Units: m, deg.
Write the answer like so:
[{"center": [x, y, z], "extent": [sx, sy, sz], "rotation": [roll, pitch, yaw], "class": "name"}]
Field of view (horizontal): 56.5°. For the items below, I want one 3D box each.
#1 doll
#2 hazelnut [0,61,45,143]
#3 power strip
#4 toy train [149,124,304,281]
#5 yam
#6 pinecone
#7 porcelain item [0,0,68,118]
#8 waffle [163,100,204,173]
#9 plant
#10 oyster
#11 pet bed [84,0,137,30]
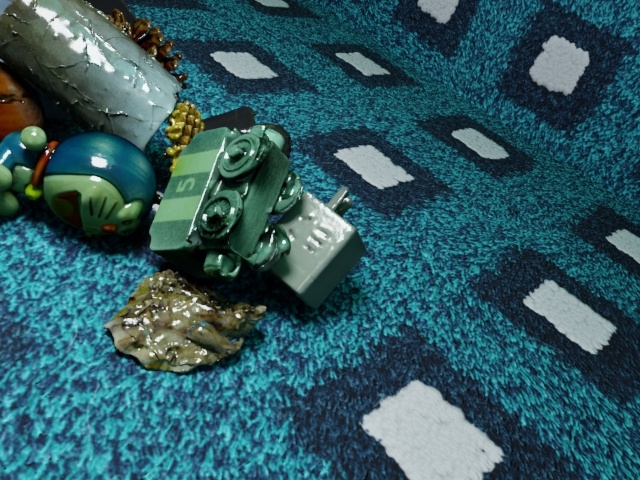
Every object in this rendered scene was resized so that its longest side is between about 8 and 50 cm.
[{"center": [-0.441, -0.113, 1.084], "extent": [0.322, 0.198, 0.186], "rotation": [17, 59, -16], "class": "doll"}, {"center": [-0.652, -0.260, 1.178], "extent": [0.181, 0.212, 0.181], "rotation": [-19, 3, -15], "class": "hazelnut"}, {"center": [0.000, 0.000, 1.156], "extent": [0.140, 0.224, 0.139], "rotation": [39, -7, 23], "class": "power strip"}, {"center": [-0.168, -0.065, 1.083], "extent": [0.167, 0.238, 0.299], "rotation": [43, 55, -45], "class": "toy train"}, {"center": [-0.465, -0.336, 1.207], "extent": [0.348, 0.241, 0.241], "rotation": [42, 29, -18], "class": "yam"}, {"center": [-0.461, -0.423, 1.488], "extent": [0.264, 0.264, 0.264], "rotation": [16, 34, -11], "class": "pinecone"}, {"center": [-0.710, -0.455, 1.424], "extent": [0.243, 0.178, 0.405], "rotation": [-3, 46, -37], "class": "porcelain item"}, {"center": [-0.276, -0.177, 1.258], "extent": [0.051, 0.228, 0.231], "rotation": [-3, 1, 4], "class": "waffle"}, {"center": [-0.198, -0.232, 1.445], "extent": [0.256, 0.164, 0.142], "rotation": [4, 36, -8], "class": "plant"}, {"center": [-0.228, 0.129, 0.993], "extent": [0.214, 0.083, 0.223], "rotation": [29, 40, 12], "class": "oyster"}, {"center": [-0.651, -0.603, 1.705], "extent": [0.183, 0.159, 0.211], "rotation": [51, 36, -5], "class": "pet bed"}]
